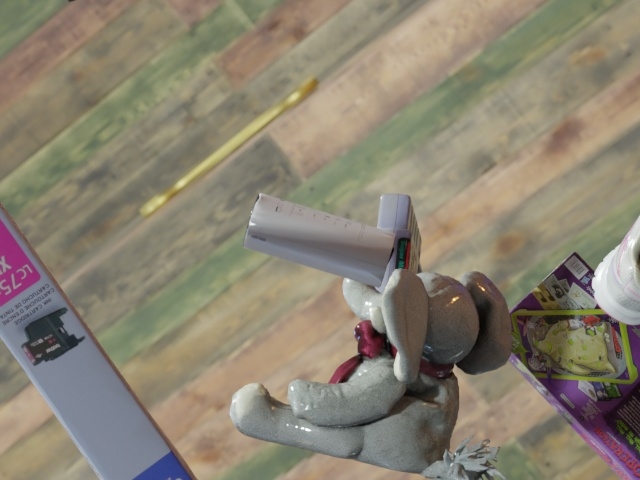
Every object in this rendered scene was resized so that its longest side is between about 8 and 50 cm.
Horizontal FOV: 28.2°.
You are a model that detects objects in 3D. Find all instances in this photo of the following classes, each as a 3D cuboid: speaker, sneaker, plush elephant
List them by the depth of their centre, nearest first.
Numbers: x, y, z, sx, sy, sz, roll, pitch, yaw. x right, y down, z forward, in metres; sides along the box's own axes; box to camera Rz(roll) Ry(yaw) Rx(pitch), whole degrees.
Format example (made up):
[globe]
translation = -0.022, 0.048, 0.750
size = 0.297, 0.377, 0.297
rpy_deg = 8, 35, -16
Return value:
[speaker]
translation = 0.000, 0.000, 1.187
size = 0.055, 0.136, 0.055
rpy_deg = -164, 90, -90
[sneaker]
translation = 0.390, -0.023, 1.346
size = 0.252, 0.103, 0.111
rpy_deg = -59, -1, -6
[plush elephant]
translation = 0.091, 0.142, 1.538
size = 0.330, 0.272, 0.255
rpy_deg = 9, 84, 35

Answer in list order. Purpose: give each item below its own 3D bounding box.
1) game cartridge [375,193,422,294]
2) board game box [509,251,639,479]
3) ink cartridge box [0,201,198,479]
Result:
[game cartridge]
translation = 0.109, 0.130, 1.908
size = 0.230, 0.068, 0.355
rpy_deg = 74, -158, -72
[board game box]
translation = 0.465, 0.211, 2.105
size = 0.208, 0.347, 0.056
rpy_deg = -39, -9, -19
[ink cartridge box]
translation = -0.183, 0.106, 0.972
size = 0.065, 0.311, 0.186
rpy_deg = -38, 11, -11
